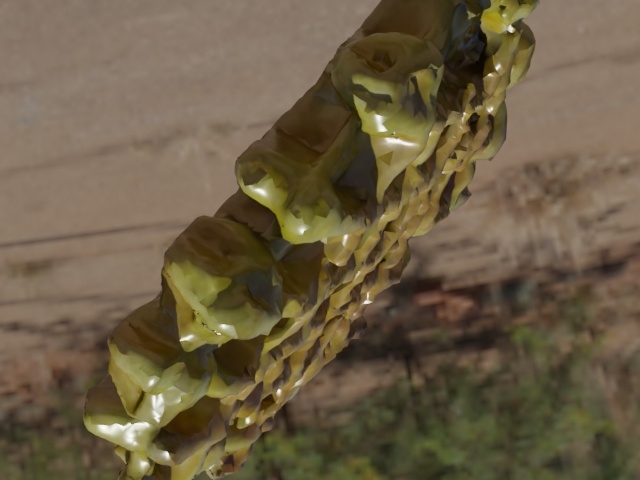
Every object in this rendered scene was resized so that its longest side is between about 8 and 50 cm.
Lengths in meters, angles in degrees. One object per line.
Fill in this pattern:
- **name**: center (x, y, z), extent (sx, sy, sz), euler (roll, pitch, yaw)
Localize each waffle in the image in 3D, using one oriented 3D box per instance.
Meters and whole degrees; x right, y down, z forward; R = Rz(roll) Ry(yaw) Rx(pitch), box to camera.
- **waffle**: center (0.002, -0.004, 0.468), extent (0.191, 0.038, 0.191), euler (-50, 170, -12)
